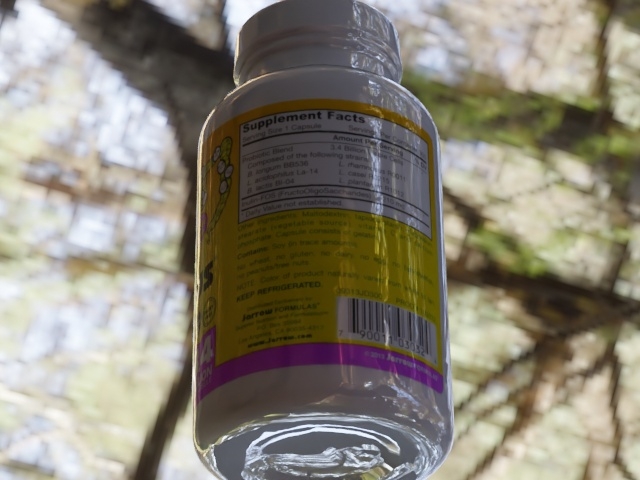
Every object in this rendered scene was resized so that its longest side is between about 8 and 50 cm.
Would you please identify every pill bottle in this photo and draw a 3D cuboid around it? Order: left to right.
[{"bbox_3d":[0.000,0.000,0.344,0.043,0.043,0.083,-46,-143,51],"label":"pill bottle"}]
